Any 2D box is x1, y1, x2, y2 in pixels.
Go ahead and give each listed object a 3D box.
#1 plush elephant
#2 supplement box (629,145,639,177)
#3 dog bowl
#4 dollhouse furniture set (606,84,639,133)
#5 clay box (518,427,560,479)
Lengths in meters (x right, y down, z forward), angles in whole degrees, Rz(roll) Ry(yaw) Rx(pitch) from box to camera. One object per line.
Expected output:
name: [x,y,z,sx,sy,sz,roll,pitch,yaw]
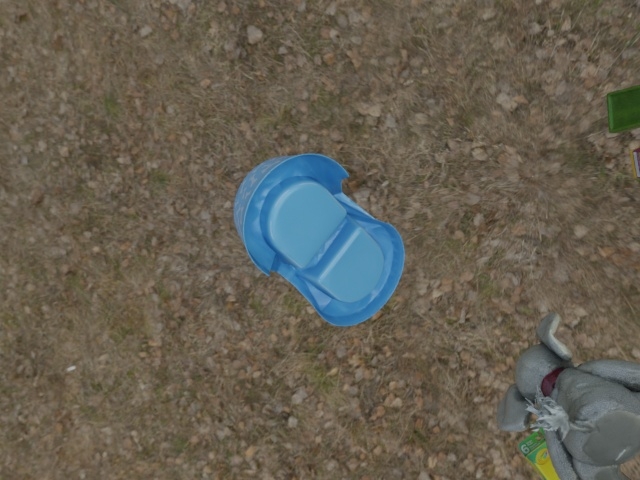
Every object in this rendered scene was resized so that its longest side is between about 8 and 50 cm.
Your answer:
plush elephant: [0.483,0.300,0.919,0.329,0.255,0.272,25,107,-10]
supplement box: [0.599,-0.140,0.850,0.043,0.083,0.055,-23,108,-10]
dog bowl: [0.000,0.000,0.672,0.166,0.297,0.074,-52,38,-6]
dollhouse furniture set: [0.793,-0.415,1.110,0.197,0.151,0.302,-6,93,-15]
clay box: [0.598,0.552,1.153,0.127,0.053,0.222,-34,59,-5]
